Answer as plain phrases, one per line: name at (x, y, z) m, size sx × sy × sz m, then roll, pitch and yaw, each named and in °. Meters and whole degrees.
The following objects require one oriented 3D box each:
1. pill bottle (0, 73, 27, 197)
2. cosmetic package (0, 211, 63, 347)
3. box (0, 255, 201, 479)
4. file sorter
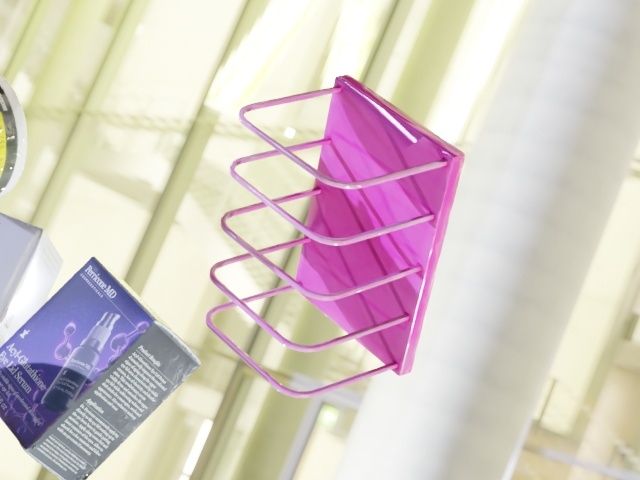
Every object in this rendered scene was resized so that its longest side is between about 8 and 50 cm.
pill bottle at (-0.344, -0.075, 1.250) m, size 0.119 × 0.119 × 0.208 m, roll 16°, pitch 19°, yaw 35°
cosmetic package at (-0.463, 0.041, 2.117) m, size 0.183 × 0.151 × 0.151 m, roll 20°, pitch -15°, yaw 7°
box at (-0.267, 0.148, 1.812) m, size 0.153 × 0.207 × 0.108 m, roll 38°, pitch -8°, yaw 42°
file sorter at (0.000, 0.000, 1.768) m, size 0.182 × 0.291 × 0.202 m, roll -15°, pitch 40°, yaw -38°
